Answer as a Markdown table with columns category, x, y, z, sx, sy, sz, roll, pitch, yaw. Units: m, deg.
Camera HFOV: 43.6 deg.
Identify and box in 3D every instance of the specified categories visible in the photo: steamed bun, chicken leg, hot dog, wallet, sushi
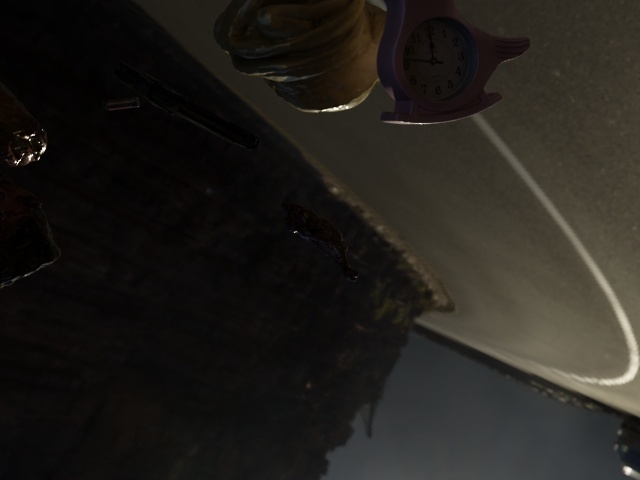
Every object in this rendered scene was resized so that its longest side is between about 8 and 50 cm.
| category | x | y | z | sx | sy | sz | roll | pitch | yaw |
| --- | --- | --- | --- | --- | --- | --- | --- | --- | --- |
| steamed bun | -0.011 | -0.429 | 1.610 | 0.372 | 0.324 | 0.230 | 20 | 144 | -15 |
| chicken leg | 0.002 | -0.003 | 1.587 | 0.219 | 0.048 | 0.089 | 43 | -140 | 11 |
| hot dog | -0.680 | -0.269 | 1.650 | 0.272 | 0.122 | 0.196 | 44 | 164 | 23 |
| wallet | -0.250 | -0.240 | 1.429 | 0.169 | 0.044 | 0.317 | 26 | -176 | -41 |
| sushi | -0.632 | -0.017 | 1.511 | 0.343 | 0.196 | 0.181 | 13 | 132 | 52 |

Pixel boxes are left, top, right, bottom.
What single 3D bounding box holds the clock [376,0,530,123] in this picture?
| category | x | y | z | sx | sy | sz | roll | pitch | yaw |
| --- | --- | --- | --- | --- | --- | --- | --- | --- | --- |
| clock | 0.247 | -0.365 | 1.490 | 0.290 | 0.275 | 0.080 | -11 | -167 | -17 |

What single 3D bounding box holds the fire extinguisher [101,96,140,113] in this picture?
| category | x | y | z | sx | sy | sz | roll | pitch | yaw |
| --- | --- | --- | --- | --- | --- | --- | --- | --- | --- |
| fire extinguisher | -0.423 | -0.285 | 1.686 | 0.083 | 0.028 | 0.022 | -7 | -162 | 6 |
